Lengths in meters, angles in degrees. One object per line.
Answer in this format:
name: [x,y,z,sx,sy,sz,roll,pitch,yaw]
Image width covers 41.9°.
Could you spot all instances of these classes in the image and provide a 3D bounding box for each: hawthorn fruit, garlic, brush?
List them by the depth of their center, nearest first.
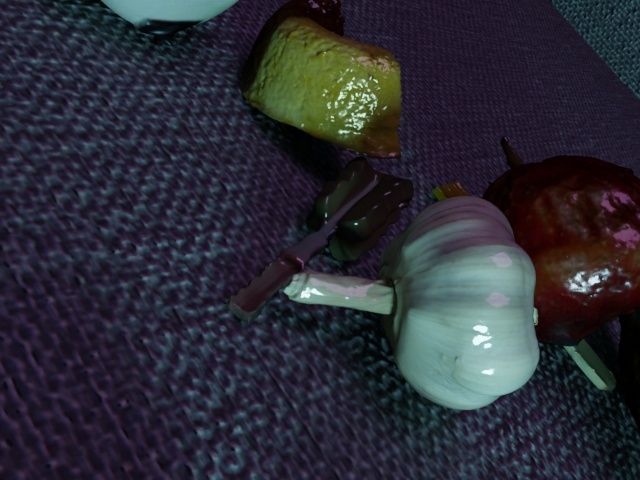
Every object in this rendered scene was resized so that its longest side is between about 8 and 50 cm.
garlic: [0.076,0.062,0.754,0.226,0.199,0.199,2,46,-15]
brush: [0.000,0.000,0.822,0.084,0.071,0.301,32,39,12]
hawthorn fruit: [0.273,-0.011,0.982,0.230,0.210,0.266,-24,60,-10]
brush: [0.263,0.057,1.079,0.336,0.020,0.085,52,32,12]

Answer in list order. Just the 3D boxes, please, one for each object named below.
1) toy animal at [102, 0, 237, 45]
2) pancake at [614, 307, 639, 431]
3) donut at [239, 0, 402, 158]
toy animal: [-0.194,-0.371,0.880,0.310,0.251,0.251,51,30,-13]
pancake: [0.431,0.078,1.003,0.067,0.305,0.427,12,22,3]
donut: [-0.014,-0.216,0.979,0.151,0.112,0.295,2,33,-26]
